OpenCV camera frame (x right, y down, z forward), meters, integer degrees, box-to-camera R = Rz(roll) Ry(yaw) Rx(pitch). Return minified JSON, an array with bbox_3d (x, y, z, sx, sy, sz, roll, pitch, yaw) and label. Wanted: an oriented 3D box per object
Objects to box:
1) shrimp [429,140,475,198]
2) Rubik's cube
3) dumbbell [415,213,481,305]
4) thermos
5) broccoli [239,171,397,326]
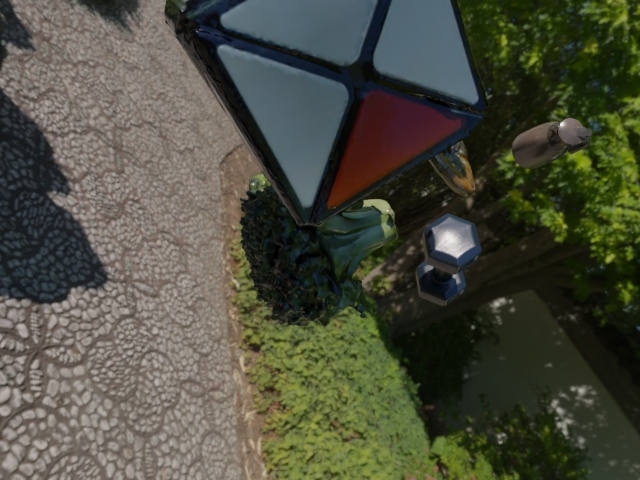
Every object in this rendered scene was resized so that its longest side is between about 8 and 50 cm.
[{"bbox_3d":[0.223,-0.197,0.951,0.178,0.075,0.289,37,38,-29],"label":"shrimp"},{"bbox_3d":[-0.003,-0.202,0.547,0.248,0.250,0.246,61,-4,-33],"label":"Rubik's cube"},{"bbox_3d":[0.357,0.065,1.378,0.324,0.144,0.159,76,10,-62],"label":"dumbbell"},{"bbox_3d":[0.602,-0.251,1.231,0.193,0.137,0.104,145,-44,-81],"label":"thermos"},{"bbox_3d":[0.001,0.002,0.890,0.348,0.281,0.293,-104,-179,-72],"label":"broccoli"}]
